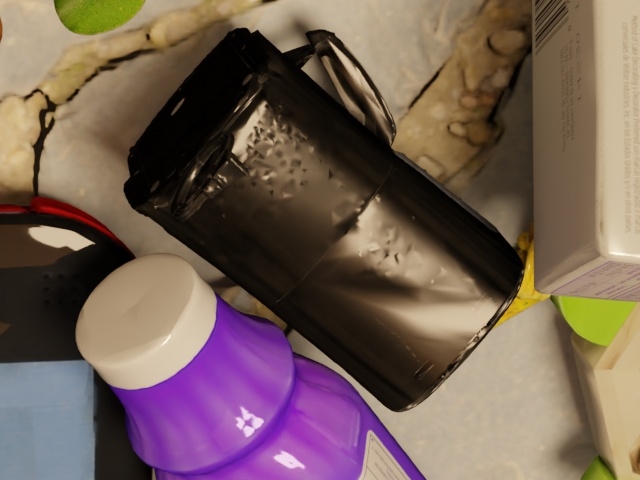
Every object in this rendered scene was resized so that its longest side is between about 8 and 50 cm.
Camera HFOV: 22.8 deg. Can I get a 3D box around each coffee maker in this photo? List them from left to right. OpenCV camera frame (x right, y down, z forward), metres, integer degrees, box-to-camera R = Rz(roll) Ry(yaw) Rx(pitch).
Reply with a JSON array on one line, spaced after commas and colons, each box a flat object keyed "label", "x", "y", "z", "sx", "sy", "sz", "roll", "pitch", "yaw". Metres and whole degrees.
[{"label": "coffee maker", "x": 0.000, "y": 0.000, "z": 0.775, "sx": 0.178, "sy": 0.171, "sz": 0.120, "roll": 38, "pitch": 120, "yaw": -19}]

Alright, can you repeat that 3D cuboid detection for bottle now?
[{"label": "bottle", "x": -0.023, "y": 0.117, "z": 0.823, "sx": 0.118, "sy": 0.092, "sz": 0.283, "roll": -12, "pitch": 136, "yaw": 24}]

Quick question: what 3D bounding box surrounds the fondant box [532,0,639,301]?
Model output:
[{"label": "fondant box", "x": 0.270, "y": -0.085, "z": 0.757, "sx": 0.330, "sy": 0.096, "sz": 0.238, "roll": 4, "pitch": 76, "yaw": -9}]

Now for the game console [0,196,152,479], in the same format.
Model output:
[{"label": "game console", "x": -0.260, "y": 0.164, "z": 0.830, "sx": 0.342, "sy": 0.060, "sz": 0.386, "roll": -3, "pitch": 111, "yaw": -17}]

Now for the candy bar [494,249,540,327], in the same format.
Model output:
[{"label": "candy bar", "x": 0.136, "y": 0.007, "z": 0.883, "sx": 0.161, "sy": 0.018, "sz": 0.040, "roll": -32, "pitch": 116, "yaw": 5}]

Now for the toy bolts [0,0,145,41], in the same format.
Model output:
[{"label": "toy bolts", "x": -0.192, "y": -0.195, "z": 0.713, "sx": 0.228, "sy": 0.158, "sz": 0.218, "roll": 29, "pitch": 147, "yaw": -29}]

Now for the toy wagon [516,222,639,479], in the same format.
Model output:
[{"label": "toy wagon", "x": 0.249, "y": 0.049, "z": 0.879, "sx": 0.344, "sy": 0.068, "sz": 0.267, "roll": 24, "pitch": 107, "yaw": -21}]
